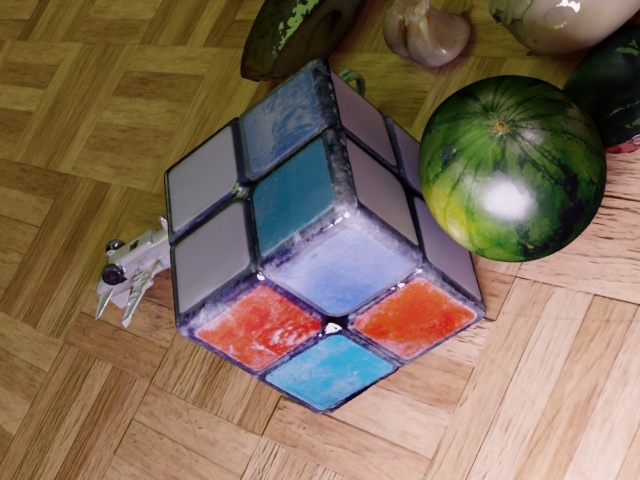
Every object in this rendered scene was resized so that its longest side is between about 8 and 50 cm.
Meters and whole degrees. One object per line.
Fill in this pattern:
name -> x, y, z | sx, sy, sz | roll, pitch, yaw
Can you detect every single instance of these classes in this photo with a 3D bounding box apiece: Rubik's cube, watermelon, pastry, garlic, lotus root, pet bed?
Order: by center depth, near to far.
watermelon -> 0.242, -0.091, 1.514 | 0.242, 0.242, 0.242 | -28, 45, 32
pet bed -> 0.403, -0.199, 1.573 | 0.201, 0.053, 0.201 | -28, 45, 33
Rubik's cube -> 0.000, 0.000, 1.654 | 0.318, 0.313, 0.316 | -34, 42, 25
pastry -> 0.352, -0.372, 1.664 | 0.265, 0.133, 0.265 | -43, 24, 25
garlic -> 0.167, -0.341, 1.915 | 0.174, 0.099, 0.124 | 21, 98, 56
lotus root -> -0.035, -0.413, 2.115 | 0.210, 0.142, 0.314 | 31, 93, 38

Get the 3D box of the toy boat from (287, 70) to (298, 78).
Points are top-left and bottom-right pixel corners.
toy boat -> -0.036, -0.221, 2.051 | 0.057, 0.077, 0.200 | -6, 59, 44

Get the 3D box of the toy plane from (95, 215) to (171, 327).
toy plane -> -0.321, 0.035, 2.155 | 0.255, 0.101, 0.251 | -38, 29, 22

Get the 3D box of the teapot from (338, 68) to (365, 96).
teapot -> -0.016, -0.179, 1.913 | 0.232, 0.159, 0.159 | -42, 37, -3
